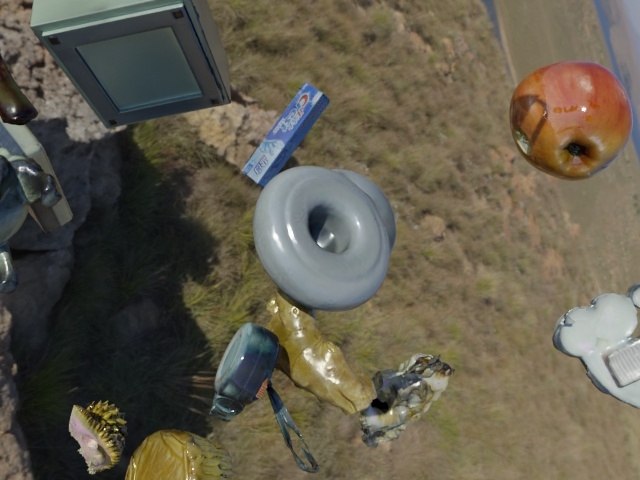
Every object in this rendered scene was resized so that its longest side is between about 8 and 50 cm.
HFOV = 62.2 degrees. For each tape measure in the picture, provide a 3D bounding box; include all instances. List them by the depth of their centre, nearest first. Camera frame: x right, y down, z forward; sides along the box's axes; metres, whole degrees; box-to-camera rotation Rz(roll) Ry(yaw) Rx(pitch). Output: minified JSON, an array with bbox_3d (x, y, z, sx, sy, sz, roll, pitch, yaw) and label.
[{"bbox_3d":[-0.047,0.187,0.655,0.179,0.107,0.104,37,29,-1],"label":"tape measure"}]

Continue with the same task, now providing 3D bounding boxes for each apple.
[{"bbox_3d":[0.543,-0.261,1.162,0.242,0.242,0.241,42,38,-38],"label":"apple"}]

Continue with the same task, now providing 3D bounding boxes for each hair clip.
[{"bbox_3d":[0.295,0.084,0.449,0.116,0.172,0.049,64,11,11],"label":"hair clip"}]

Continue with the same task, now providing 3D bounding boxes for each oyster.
[{"bbox_3d":[0.182,0.383,1.315,0.201,0.355,0.107,15,28,-34],"label":"oyster"}]

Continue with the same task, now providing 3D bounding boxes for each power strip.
[{"bbox_3d":[-0.530,-0.117,0.973,0.070,0.257,0.105,-35,74,-27],"label":"power strip"}]

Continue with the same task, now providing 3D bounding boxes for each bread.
[{"bbox_3d":[-0.295,0.525,1.085,0.142,0.227,0.254,47,40,-53],"label":"bread"}]

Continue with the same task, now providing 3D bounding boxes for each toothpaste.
[{"bbox_3d":[-0.087,-0.259,1.313,0.066,0.272,0.053,39,5,25],"label":"toothpaste"}]

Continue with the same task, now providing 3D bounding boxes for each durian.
[{"bbox_3d":[-0.462,0.405,1.126,0.224,0.078,0.140,87,16,-50],"label":"durian"}]

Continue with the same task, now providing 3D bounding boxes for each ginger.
[{"bbox_3d":[-0.020,0.159,0.723,0.206,0.115,0.081,54,7,23],"label":"ginger"}]

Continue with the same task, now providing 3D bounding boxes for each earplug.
[{"bbox_3d":[0.010,-0.007,0.801,0.214,0.175,0.325,55,19,1],"label":"earplug"}]

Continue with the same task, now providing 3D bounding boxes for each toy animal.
[{"bbox_3d":[-0.425,-0.012,0.662,0.121,0.225,0.093,43,17,31],"label":"toy animal"}]

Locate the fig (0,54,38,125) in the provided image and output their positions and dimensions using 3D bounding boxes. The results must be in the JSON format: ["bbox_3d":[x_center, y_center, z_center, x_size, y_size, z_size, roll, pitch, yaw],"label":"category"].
[{"bbox_3d":[-0.282,-0.248,0.389,0.190,0.190,0.290,-29,93,-55],"label":"fig"}]

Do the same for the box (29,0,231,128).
[{"bbox_3d":[-0.278,-0.303,0.832,0.225,0.224,0.118,75,5,-62],"label":"box"}]
